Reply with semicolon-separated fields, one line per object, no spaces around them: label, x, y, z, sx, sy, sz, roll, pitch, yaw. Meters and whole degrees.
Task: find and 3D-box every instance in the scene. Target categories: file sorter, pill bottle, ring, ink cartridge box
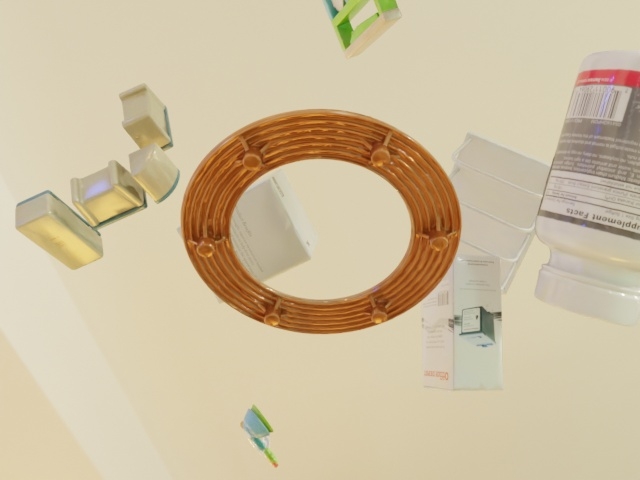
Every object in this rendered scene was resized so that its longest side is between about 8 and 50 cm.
file sorter;0.292;-0.022;1.244;0.192;0.173;0.278;26;-59;15
pill bottle;0.377;-0.062;0.856;0.176;0.176;0.319;12;-83;-22
ring;0.000;0.000;0.805;0.336;0.032;0.337;0;-52;0
ink cartridge box;0.206;0.125;1.004;0.082;0.191;0.139;2;-10;-10

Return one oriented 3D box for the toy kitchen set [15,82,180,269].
toy kitchen set;-0.293;-0.089;0.930;0.207;0.166;0.122;-22;-35;6

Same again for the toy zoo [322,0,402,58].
toy zoo;0.026;-0.448;1.042;0.030;0.192;0.293;-23;-85;-15

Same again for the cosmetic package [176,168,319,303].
cosmetic package;-0.119;-0.012;1.172;0.183;0.151;0.151;-26;-80;10

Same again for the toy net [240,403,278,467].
toy net;-0.118;0.413;1.403;0.045;0.122;0.232;-38;-13;-17
